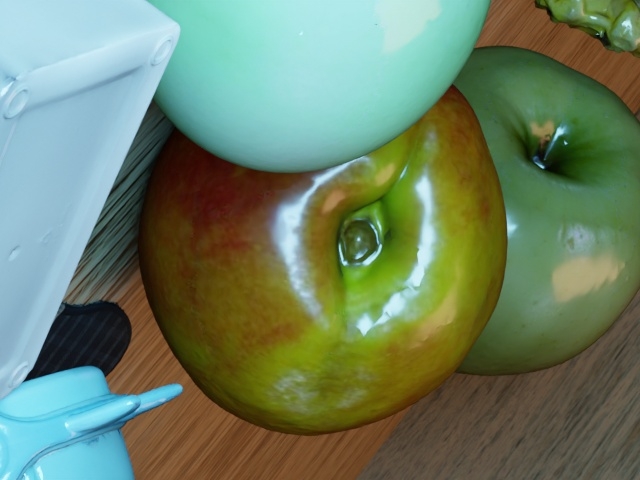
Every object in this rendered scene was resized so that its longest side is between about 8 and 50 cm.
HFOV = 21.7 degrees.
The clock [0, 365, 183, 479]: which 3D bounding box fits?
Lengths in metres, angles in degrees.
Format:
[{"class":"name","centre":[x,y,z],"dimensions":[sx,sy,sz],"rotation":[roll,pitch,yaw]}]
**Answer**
[{"class":"clock","centre":[-0.215,0.148,0.991],"dimensions":[0.274,0.094,0.223],"rotation":[-18,176,9]}]

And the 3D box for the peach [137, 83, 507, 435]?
[{"class":"peach","centre":[0.000,0.000,1.309],"dimensions":[0.308,0.308,0.332],"rotation":[-54,-177,-8]}]

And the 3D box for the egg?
[{"class":"egg","centre":[-0.010,-0.156,0.987],"dimensions":[0.220,0.220,0.269],"rotation":[-45,163,-38]}]

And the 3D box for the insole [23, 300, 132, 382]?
[{"class":"insole","centre":[-0.210,0.085,1.338],"dimensions":[0.110,0.012,0.309],"rotation":[-53,167,-5]}]

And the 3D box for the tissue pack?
[{"class":"tissue pack","centre":[-0.198,-0.030,0.818],"dimensions":[0.159,0.136,0.246],"rotation":[-33,154,-60]}]

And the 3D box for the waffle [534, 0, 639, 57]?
[{"class":"waffle","centre":[0.355,-0.321,1.819],"dimensions":[0.324,0.261,0.151],"rotation":[-43,155,-52]}]

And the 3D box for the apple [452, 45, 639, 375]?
[{"class":"apple","centre":[0.189,-0.020,1.801],"dimensions":[0.357,0.357,0.357],"rotation":[-51,167,-17]}]
